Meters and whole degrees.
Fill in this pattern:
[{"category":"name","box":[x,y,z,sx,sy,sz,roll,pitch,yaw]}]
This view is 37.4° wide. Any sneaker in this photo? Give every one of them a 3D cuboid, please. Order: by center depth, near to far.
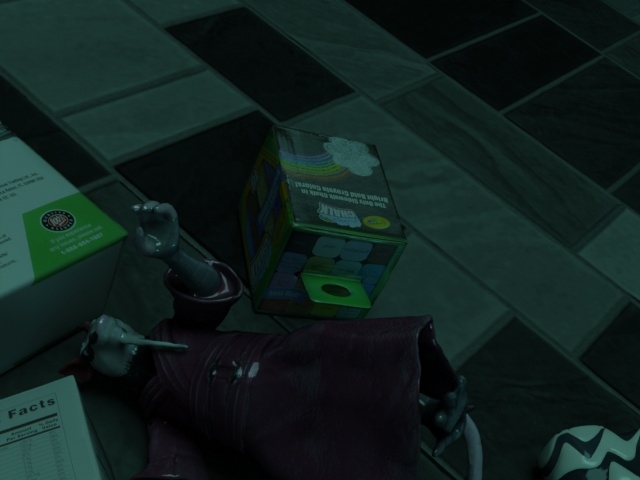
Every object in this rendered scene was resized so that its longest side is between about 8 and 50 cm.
[{"category":"sneaker","box":[0.346,0.257,0.939,0.235,0.094,0.153,3,45,-25]}]

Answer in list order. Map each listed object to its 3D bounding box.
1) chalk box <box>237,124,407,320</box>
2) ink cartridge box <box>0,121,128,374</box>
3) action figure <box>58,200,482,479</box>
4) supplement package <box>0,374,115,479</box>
[{"category":"chalk box","box":[0.000,0.000,1.017,0.133,0.132,0.213,9,42,-21]},{"category":"ink cartridge box","box":[-0.355,-0.016,0.850,0.289,0.121,0.211,39,41,17]},{"category":"action figure","box":[-0.050,0.117,0.811,0.370,0.248,0.276,13,-2,23]},{"category":"supplement package","box":[-0.178,0.232,0.587,0.139,0.133,0.244,-17,51,-12]}]
